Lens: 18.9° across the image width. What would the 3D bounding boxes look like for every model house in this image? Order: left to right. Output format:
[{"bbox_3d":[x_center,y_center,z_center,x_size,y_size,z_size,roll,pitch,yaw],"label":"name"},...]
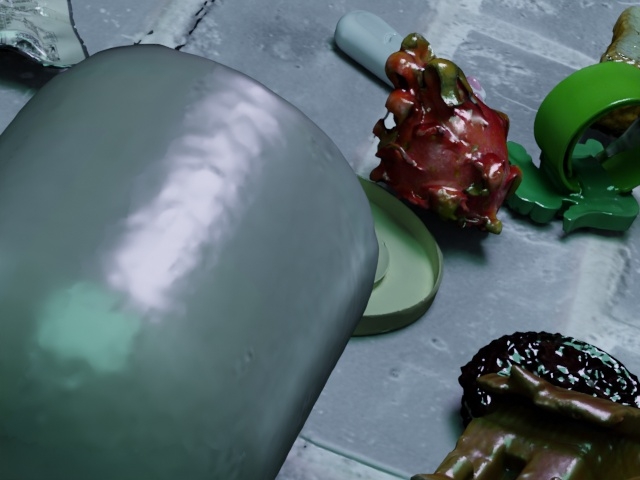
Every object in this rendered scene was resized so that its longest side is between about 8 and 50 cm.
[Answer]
[{"bbox_3d":[0.211,0.201,1.439,0.199,0.220,0.229,4,39,31],"label":"model house"}]

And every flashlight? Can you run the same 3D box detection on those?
[{"bbox_3d":[0.094,-0.183,2.038,0.093,0.047,0.200,-21,53,-42],"label":"flashlight"}]

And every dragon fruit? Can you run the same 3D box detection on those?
[{"bbox_3d":[0.114,-0.098,1.844,0.150,0.208,0.133,-20,11,-6],"label":"dragon fruit"}]

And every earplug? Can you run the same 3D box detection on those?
[{"bbox_3d":[-0.159,0.084,1.346,0.312,0.313,0.394,23,36,5],"label":"earplug"}]

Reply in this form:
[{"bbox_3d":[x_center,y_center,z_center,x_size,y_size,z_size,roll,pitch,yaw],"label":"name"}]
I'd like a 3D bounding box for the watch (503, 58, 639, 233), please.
[{"bbox_3d":[0.270,-0.096,1.918,0.165,0.152,0.131,3,40,-24],"label":"watch"}]

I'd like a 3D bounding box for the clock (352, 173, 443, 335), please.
[{"bbox_3d":[0.000,0.000,1.770,0.235,0.029,0.235,13,36,-10],"label":"clock"}]

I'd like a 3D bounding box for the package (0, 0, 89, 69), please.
[{"bbox_3d":[-0.323,-0.225,1.912,0.166,0.040,0.232,-2,34,-19],"label":"package"}]

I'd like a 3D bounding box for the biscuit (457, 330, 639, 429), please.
[{"bbox_3d":[0.209,0.152,1.645,0.194,0.053,0.194,13,36,-10],"label":"biscuit"}]

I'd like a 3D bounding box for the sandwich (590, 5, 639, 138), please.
[{"bbox_3d":[0.429,-0.149,2.088,0.273,0.095,0.249,22,23,4],"label":"sandwich"}]
